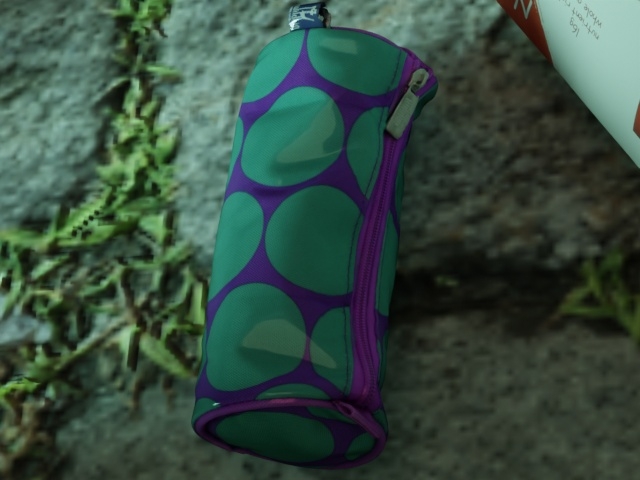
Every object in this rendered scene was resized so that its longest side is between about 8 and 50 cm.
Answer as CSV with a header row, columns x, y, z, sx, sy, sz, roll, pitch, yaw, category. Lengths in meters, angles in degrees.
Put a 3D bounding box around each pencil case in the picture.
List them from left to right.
x,y,z,sx,sy,sz,roll,pitch,yaw,category
0.000,0.000,0.670,0.070,0.064,0.151,-14,55,38,pencil case

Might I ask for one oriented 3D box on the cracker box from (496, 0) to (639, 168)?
x,y,z,sx,sy,sz,roll,pitch,yaw,category
0.135,-0.124,0.603,0.067,0.232,0.155,-19,54,-25,cracker box
